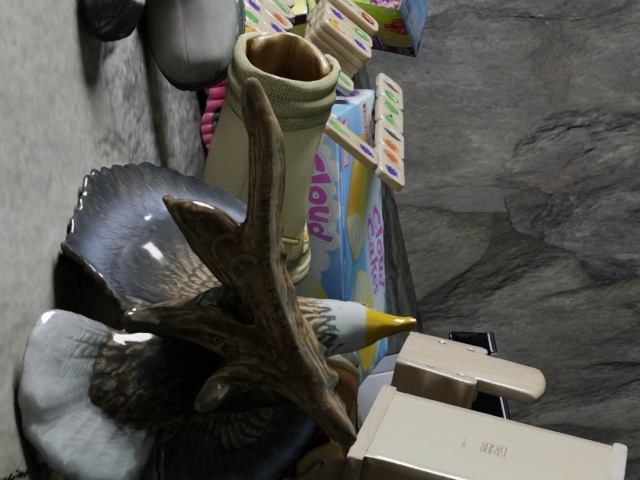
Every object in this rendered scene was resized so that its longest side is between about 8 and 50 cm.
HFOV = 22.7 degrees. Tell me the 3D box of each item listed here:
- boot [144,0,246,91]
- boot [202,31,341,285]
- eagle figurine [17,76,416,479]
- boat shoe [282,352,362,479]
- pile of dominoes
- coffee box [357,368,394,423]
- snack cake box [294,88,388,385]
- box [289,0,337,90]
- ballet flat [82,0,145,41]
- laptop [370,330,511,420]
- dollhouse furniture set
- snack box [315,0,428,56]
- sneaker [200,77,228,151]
[{"bbox_3d":[-0.135,-0.248,1.232,0.161,0.083,0.247,40,37,-59],"label":"boot"},{"bbox_3d":[-0.040,-0.066,1.263,0.262,0.095,0.204,-56,160,-73],"label":"boot"},{"bbox_3d":[-0.056,0.060,0.940,0.226,0.225,0.298,-65,-167,-12],"label":"eagle figurine"},{"bbox_3d":[-0.019,0.162,1.244,0.324,0.122,0.120,60,25,-69],"label":"boat shoe"},{"bbox_3d":[0.009,-0.164,1.416,0.196,0.040,0.251,38,21,-15],"label":"pile of dominoes"},{"bbox_3d":[0.062,0.230,1.757,0.297,0.118,0.168,26,53,-81],"label":"coffee box"},{"bbox_3d":[0.000,0.000,1.487,0.152,0.089,0.264,-39,128,-67],"label":"snack cake box"},{"bbox_3d":[-0.016,-0.168,1.643,0.232,0.058,0.087,70,11,-47],"label":"box"},{"bbox_3d":[-0.131,-0.209,1.115,0.057,0.049,0.173,31,46,-36],"label":"ballet flat"},{"bbox_3d":[0.136,0.320,1.995,0.236,0.408,0.382,-4,81,-41],"label":"laptop"},{"bbox_3d":[0.113,0.281,1.285,0.286,0.198,0.303,-52,155,-68],"label":"dollhouse furniture set"},{"bbox_3d":[0.003,-0.267,1.707,0.174,0.207,0.070,46,58,-75],"label":"snack box"},{"bbox_3d":[-0.089,-0.120,1.455,0.057,0.047,0.119,93,-10,-70],"label":"sneaker"}]
